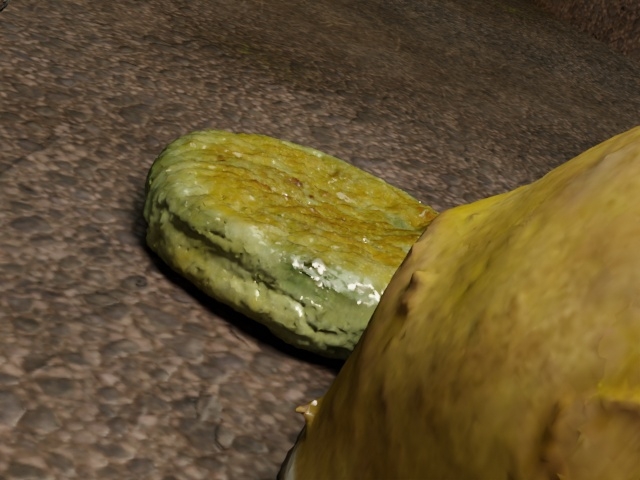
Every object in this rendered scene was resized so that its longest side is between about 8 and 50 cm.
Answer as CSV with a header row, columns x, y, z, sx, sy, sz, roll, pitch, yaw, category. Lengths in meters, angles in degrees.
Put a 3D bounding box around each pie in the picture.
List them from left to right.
x,y,z,sx,sy,sz,roll,pitch,yaw,category
0.000,0.000,0.819,0.277,0.079,0.277,15,19,-5,pie

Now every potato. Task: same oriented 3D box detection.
x,y,z,sx,sy,sz,roll,pitch,yaw,category
0.174,0.061,0.498,0.290,0.296,0.397,38,31,9,potato

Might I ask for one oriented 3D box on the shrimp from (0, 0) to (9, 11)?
x,y,z,sx,sy,sz,roll,pitch,yaw,category
-0.330,-0.181,0.922,0.090,0.079,0.233,59,26,-8,shrimp
